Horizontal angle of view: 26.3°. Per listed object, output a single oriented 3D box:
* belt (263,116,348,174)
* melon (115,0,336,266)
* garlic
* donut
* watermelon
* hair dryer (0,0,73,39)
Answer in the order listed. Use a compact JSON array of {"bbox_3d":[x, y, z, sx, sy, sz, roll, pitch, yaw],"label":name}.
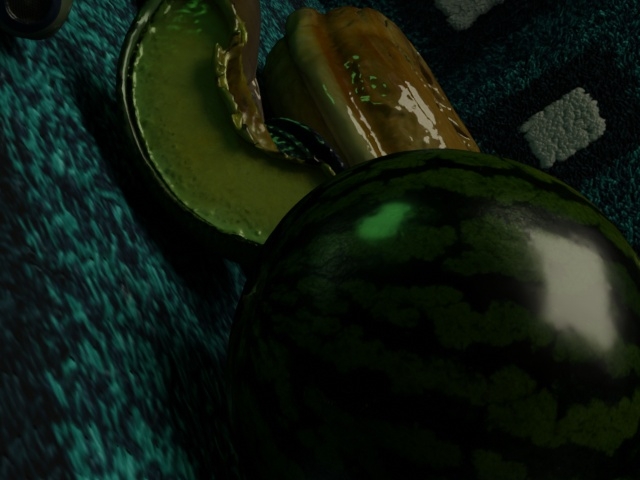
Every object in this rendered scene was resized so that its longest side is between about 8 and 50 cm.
[{"bbox_3d":[0.000,0.000,1.211,0.218,0.122,0.128,60,7,22],"label":"belt"},{"bbox_3d":[-0.079,-0.059,1.066,0.265,0.129,0.169,56,-13,14],"label":"melon"},{"bbox_3d":[-0.110,-0.228,1.506,0.128,0.148,0.266,20,-9,34],"label":"garlic"},{"bbox_3d":[0.092,-0.121,1.830,0.449,0.198,0.449,54,13,-18],"label":"donut"},{"bbox_3d":[0.078,0.083,0.868,0.285,0.285,0.285,55,10,-15],"label":"watermelon"},{"bbox_3d":[-0.227,-0.232,0.950,0.167,0.067,0.199,-158,-134,-80],"label":"hair dryer"}]
